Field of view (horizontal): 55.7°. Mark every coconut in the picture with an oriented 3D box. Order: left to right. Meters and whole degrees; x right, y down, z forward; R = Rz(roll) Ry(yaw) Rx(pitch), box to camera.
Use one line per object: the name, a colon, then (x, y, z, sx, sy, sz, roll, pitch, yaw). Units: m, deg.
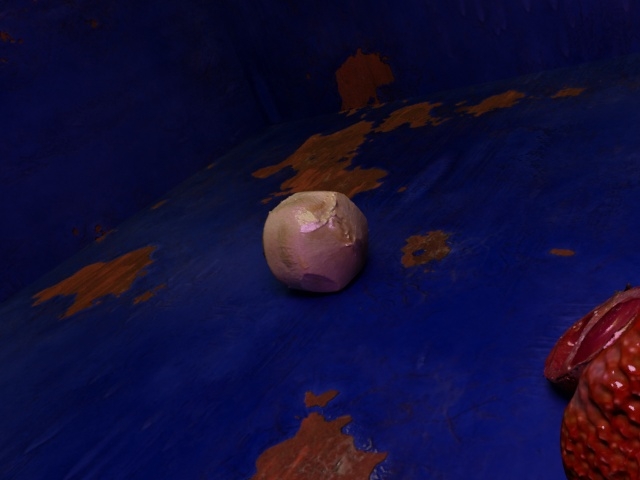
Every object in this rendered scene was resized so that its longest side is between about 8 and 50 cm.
coconut: (-0.001, -0.002, 1.315, 0.231, 0.227, 0.227, 1, 32, 44)

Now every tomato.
tomato: (0.392, 0.149, 0.803, 0.173, 0.099, 0.189, -45, -11, -15)

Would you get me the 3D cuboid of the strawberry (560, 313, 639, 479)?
strawberry: (0.377, 0.184, 0.518, 0.267, 0.311, 0.351, -15, -5, -41)
